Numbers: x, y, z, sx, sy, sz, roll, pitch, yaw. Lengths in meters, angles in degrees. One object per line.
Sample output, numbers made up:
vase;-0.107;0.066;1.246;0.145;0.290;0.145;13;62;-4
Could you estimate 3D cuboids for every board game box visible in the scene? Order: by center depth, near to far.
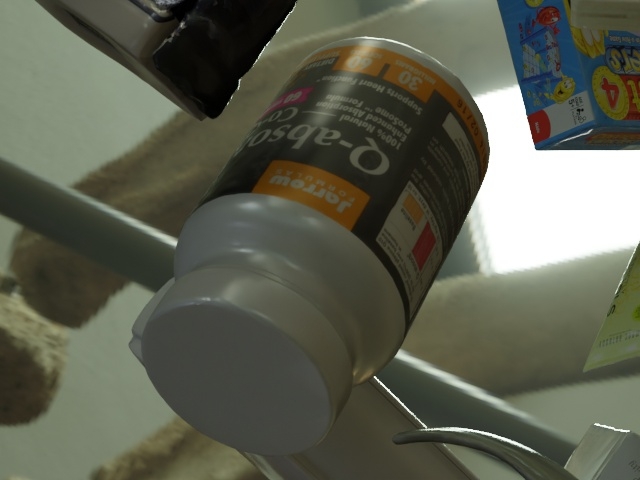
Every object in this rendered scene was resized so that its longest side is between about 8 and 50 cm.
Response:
board game box;0.327;-0.254;1.795;0.308;0.086;0.302;-4;-103;-44

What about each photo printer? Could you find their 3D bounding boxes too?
photo printer;0.007;0.164;1.333;0.307;0.256;0.107;45;-102;-24

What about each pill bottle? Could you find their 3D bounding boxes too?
pill bottle;0.000;0.000;1.083;0.278;0.162;0.162;-59;-45;-44

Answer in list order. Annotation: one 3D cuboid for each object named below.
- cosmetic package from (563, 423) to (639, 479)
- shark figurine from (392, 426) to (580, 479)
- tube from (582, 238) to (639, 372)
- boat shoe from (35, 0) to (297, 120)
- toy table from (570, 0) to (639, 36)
cosmetic package;0.343;0.307;1.662;0.156;0.217;0.385;-57;-5;-4
shark figurine;0.083;0.158;0.580;0.166;0.278;0.116;1;-119;-17
tube;0.348;0.044;1.701;0.070;0.062;0.240;96;-159;-48
boat shoe;-0.129;-0.217;1.125;0.158;0.340;0.127;-50;-38;-4
toy table;0.335;-0.209;1.329;0.161;0.274;0.252;-64;-37;-57
